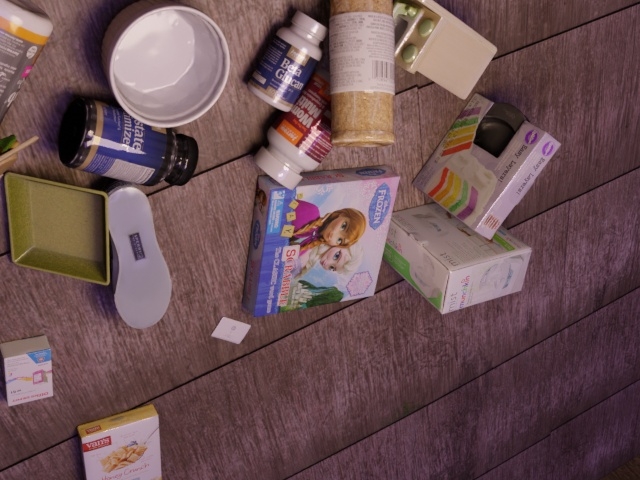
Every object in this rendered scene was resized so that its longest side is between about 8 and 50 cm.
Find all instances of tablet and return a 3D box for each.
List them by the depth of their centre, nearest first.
[{"bbox_3d":[-0.201,0.203,1.801,0.083,0.006,0.054,24,105,-42],"label":"tablet"}]

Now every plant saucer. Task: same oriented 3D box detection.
[{"bbox_3d":[-0.450,-0.028,1.403,0.189,0.045,0.188,12,121,7],"label":"plant saucer"}]

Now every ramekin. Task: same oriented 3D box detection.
[{"bbox_3d":[-0.267,-0.304,1.342,0.207,0.109,0.207,-17,127,-23],"label":"ramekin"}]

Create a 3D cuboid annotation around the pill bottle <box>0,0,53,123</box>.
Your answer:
[{"bbox_3d":[-0.529,-0.245,1.176,0.162,0.162,0.278,24,105,-41],"label":"pill bottle"}]

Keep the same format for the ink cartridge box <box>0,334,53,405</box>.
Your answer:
[{"bbox_3d":[-0.572,0.254,1.561,0.089,0.052,0.122,-10,126,-28],"label":"ink cartridge box"}]

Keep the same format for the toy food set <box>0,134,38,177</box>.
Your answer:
[{"bbox_3d":[-0.530,-0.114,1.256,0.038,0.192,0.132,53,47,-10],"label":"toy food set"}]

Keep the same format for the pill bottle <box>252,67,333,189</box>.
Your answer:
[{"bbox_3d":[-0.026,-0.214,1.553,0.121,0.121,0.221,32,99,-43],"label":"pill bottle"}]

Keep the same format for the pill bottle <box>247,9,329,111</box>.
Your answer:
[{"bbox_3d":[-0.056,-0.331,1.472,0.094,0.094,0.169,20,107,-40],"label":"pill bottle"}]

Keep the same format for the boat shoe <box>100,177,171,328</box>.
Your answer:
[{"bbox_3d":[-0.359,0.019,1.507,0.113,0.105,0.306,-19,122,-17],"label":"boat shoe"}]

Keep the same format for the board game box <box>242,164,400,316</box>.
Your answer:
[{"bbox_3d":[0.000,0.000,1.753,0.318,0.066,0.318,-9,124,-29],"label":"board game box"}]

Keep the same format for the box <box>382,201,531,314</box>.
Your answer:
[{"bbox_3d":[0.302,0.024,1.834,0.231,0.262,0.126,-15,127,-26],"label":"box"}]

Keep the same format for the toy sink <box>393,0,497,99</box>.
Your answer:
[{"bbox_3d":[0.198,-0.391,1.559,0.234,0.153,0.131,20,108,-41],"label":"toy sink"}]

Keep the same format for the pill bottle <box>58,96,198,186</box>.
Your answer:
[{"bbox_3d":[-0.329,-0.162,1.389,0.219,0.123,0.122,12,112,-39],"label":"pill bottle"}]

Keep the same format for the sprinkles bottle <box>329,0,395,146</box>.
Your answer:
[{"bbox_3d":[0.073,-0.347,1.426,0.121,0.121,0.355,-1,92,-33],"label":"sprinkles bottle"}]

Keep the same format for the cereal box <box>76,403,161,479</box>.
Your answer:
[{"bbox_3d":[-0.449,0.492,1.806,0.173,0.047,0.240,-14,126,-26],"label":"cereal box"}]

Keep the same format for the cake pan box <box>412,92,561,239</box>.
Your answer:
[{"bbox_3d":[0.358,-0.170,1.750,0.070,0.246,0.266,26,104,-42],"label":"cake pan box"}]
